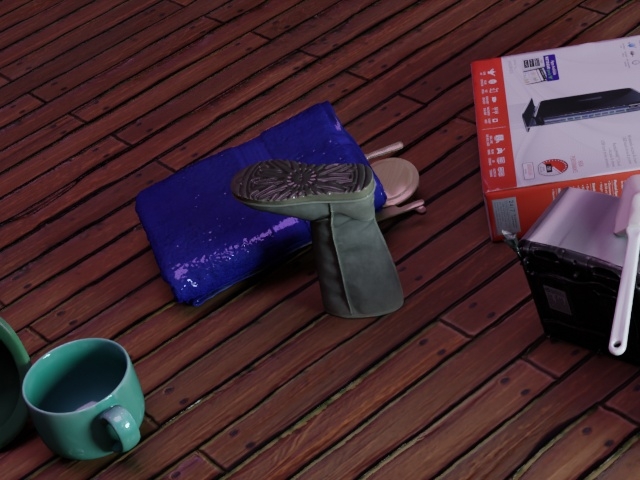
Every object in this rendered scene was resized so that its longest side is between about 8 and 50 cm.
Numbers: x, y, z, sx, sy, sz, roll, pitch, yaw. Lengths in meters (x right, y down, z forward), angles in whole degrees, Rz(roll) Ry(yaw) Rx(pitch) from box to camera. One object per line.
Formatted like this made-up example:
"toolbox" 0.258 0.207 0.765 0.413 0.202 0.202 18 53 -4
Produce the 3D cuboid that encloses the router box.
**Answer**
"router box" 0.361 -0.147 1.945 0.301 0.082 0.335 -9 35 8

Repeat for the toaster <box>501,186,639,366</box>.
"toaster" 0.316 0.038 1.616 0.168 0.185 0.110 17 56 37

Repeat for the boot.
"boot" -0.002 0.002 1.757 0.190 0.208 0.076 5 49 16

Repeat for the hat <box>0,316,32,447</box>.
"hat" -0.402 0.151 1.813 0.173 0.208 0.183 -43 -10 14

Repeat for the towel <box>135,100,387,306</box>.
"towel" -0.080 -0.047 1.929 0.308 0.076 0.227 -25 41 -2

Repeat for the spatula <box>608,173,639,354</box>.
"spatula" 0.371 0.018 1.480 0.168 0.019 0.242 -3 52 27

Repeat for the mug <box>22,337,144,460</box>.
"mug" -0.267 0.198 1.676 0.129 0.097 0.158 -12 36 2

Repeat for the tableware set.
"tableware set" 0.042 -0.051 1.961 0.194 0.039 0.128 -18 48 3
